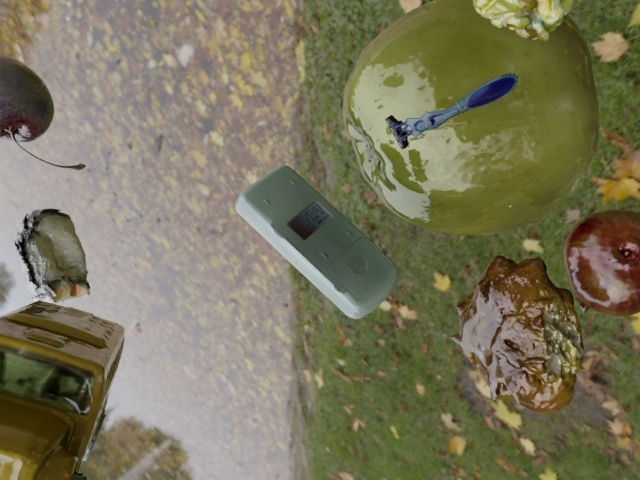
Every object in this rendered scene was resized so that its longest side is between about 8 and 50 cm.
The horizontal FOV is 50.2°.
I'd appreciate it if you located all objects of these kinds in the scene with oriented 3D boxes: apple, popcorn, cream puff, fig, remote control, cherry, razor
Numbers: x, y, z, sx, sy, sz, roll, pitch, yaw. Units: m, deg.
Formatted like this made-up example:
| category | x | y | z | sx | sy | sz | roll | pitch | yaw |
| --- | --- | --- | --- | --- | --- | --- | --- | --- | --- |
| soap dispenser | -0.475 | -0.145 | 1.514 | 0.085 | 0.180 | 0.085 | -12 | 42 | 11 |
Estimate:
| category | x | y | z | sx | sy | sz | roll | pitch | yaw |
| --- | --- | --- | --- | --- | --- | --- | --- | --- | --- |
| apple | 0.269 | -0.231 | 1.267 | 0.473 | 0.473 | 0.474 | 31 | 143 | 28 |
| popcorn | 0.280 | -0.349 | 0.928 | 0.141 | 0.162 | 0.136 | 38 | 104 | -2 |
| cream puff | 0.341 | 0.162 | 1.165 | 0.269 | 0.154 | 0.241 | 68 | 153 | 24 |
| fig | 0.529 | 0.044 | 1.226 | 0.205 | 0.205 | 0.205 | 31 | 143 | 28 |
| remote control | 0.000 | 0.000 | 1.162 | 0.296 | 0.140 | 0.056 | 43 | 142 | 7 |
| cherry | -0.445 | -0.203 | 1.026 | 0.148 | 0.188 | 0.115 | 38 | 104 | 28 |
| razor | 0.150 | -0.148 | 0.773 | 0.154 | 0.028 | 0.044 | -22 | 113 | 24 |

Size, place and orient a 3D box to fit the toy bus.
| category | x | y | z | sx | sy | sz | roll | pitch | yaw |
| --- | --- | --- | --- | --- | --- | --- | --- | --- | --- |
| toy bus | -0.228 | 0.123 | 0.549 | 0.121 | 0.123 | 0.335 | 21 | 174 | -12 |

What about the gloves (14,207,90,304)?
| category | x | y | z | sx | sy | sz | roll | pitch | yaw |
| --- | --- | --- | --- | --- | --- | --- | --- | --- | --- |
| gloves | -0.420 | 0.027 | 1.053 | 0.070 | 0.114 | 0.153 | -6 | 98 | 34 |
